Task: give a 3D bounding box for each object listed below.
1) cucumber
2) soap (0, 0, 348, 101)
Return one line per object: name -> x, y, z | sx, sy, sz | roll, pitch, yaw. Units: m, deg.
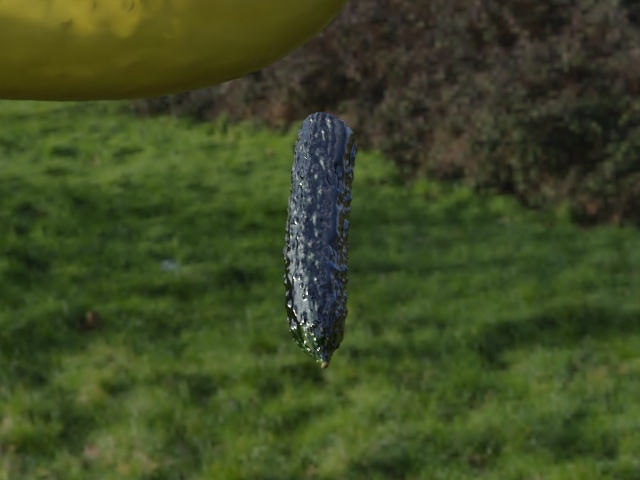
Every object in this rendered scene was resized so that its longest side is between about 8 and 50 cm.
cucumber -> -0.002, 0.000, 1.473 | 0.072, 0.072, 0.300 | -5, 53, 13
soap -> -0.169, -0.230, 0.800 | 0.428, 0.306, 0.115 | -1, 6, -8
